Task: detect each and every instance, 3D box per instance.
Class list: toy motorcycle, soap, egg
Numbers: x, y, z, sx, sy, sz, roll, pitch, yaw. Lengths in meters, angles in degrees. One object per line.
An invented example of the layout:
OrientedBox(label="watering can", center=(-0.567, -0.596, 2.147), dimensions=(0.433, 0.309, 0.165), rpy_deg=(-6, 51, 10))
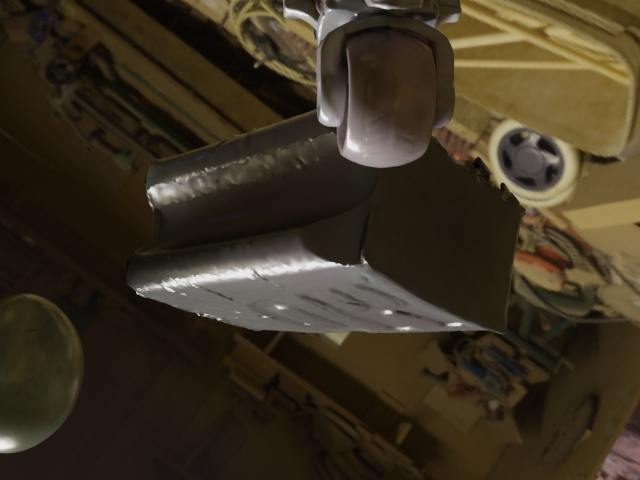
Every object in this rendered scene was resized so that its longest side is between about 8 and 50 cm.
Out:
OrientedBox(label="toy motorcycle", center=(0.032, -0.165, 0.399), dimensions=(0.113, 0.254, 0.112), rpy_deg=(-2, 160, -1))
OrientedBox(label="soap", center=(0.000, 0.000, 0.959), dimensions=(0.435, 0.212, 0.350), rpy_deg=(-7, 159, 40))
OrientedBox(label="egg", center=(-0.447, 0.195, 1.038), dimensions=(0.187, 0.253, 0.186), rpy_deg=(12, -163, -4))
